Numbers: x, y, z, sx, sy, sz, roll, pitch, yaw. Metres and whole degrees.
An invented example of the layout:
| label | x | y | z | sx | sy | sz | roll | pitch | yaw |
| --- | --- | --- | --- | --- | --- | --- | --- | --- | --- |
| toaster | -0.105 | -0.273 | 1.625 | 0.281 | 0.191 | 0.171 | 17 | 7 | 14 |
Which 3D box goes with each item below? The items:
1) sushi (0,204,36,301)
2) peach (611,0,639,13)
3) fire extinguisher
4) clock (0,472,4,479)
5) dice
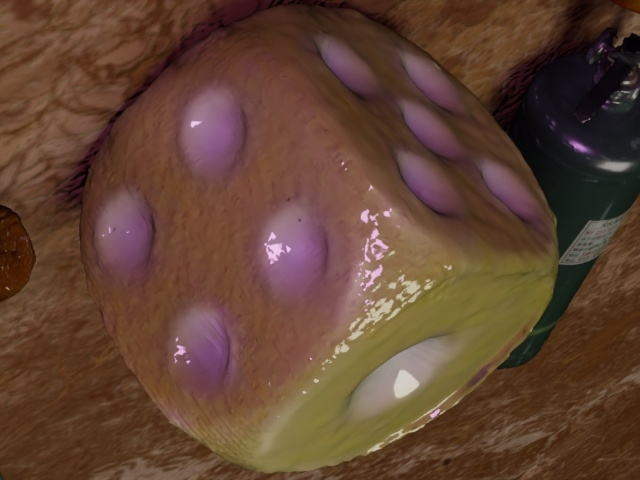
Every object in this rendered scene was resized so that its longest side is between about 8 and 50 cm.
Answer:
| label | x | y | z | sx | sy | sz | roll | pitch | yaw |
| --- | --- | --- | --- | --- | --- | --- | --- | --- | --- |
| sushi | -0.176 | 0.005 | 0.858 | 0.060 | 0.062 | 0.118 | 0 | 162 | 41 |
| peach | 0.178 | -0.207 | 0.818 | 0.189 | 0.226 | 0.196 | 14 | 174 | -19 |
| fire extinguisher | 0.145 | -0.040 | 1.138 | 0.118 | 0.093 | 0.294 | -49 | 169 | -39 |
| clock | -0.249 | 0.167 | 1.078 | 0.101 | 0.041 | 0.135 | -47 | 153 | 27 |
| dice | 0.000 | 0.000 | 0.924 | 0.166 | 0.169 | 0.169 | -45 | 154 | 26 |
